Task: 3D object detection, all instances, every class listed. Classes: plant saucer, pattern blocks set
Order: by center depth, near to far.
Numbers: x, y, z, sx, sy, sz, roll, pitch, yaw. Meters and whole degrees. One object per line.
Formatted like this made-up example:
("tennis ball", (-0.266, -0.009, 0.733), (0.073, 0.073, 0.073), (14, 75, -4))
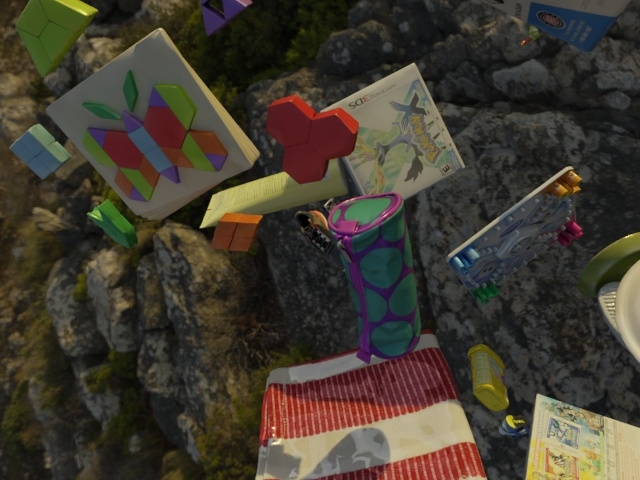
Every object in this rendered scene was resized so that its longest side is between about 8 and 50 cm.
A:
("pattern blocks set", (-0.158, -0.096, 0.419), (0.285, 0.026, 0.325), (44, 128, -18))
("plant saucer", (0.813, 0.079, 1.174), (0.241, 0.241, 0.037), (-57, 33, 29))

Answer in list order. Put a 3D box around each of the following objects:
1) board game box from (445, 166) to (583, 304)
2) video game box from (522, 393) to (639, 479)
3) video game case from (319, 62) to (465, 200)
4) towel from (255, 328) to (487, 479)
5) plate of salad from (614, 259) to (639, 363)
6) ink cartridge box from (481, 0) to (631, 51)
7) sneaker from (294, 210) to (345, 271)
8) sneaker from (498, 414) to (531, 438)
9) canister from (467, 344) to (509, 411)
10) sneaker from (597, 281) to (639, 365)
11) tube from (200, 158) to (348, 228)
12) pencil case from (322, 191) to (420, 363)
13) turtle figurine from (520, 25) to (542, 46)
("board game box", (0.581, 0.016, 1.274), (0.390, 0.390, 0.050), (-39, 53, 10))
("video game box", (0.427, 0.357, 0.691), (0.187, 0.205, 0.048), (16, 122, 24))
("video game case", (0.203, -0.279, 1.232), (0.300, 0.036, 0.328), (-28, 96, -2))
("towel", (0.040, 0.232, 0.449), (0.237, 0.329, 0.037), (-17, 119, 10))
("plate of salad", (0.419, 0.081, 0.446), (0.200, 0.048, 0.199), (-18, 46, 20))
("ink cartridge box", (0.185, -0.398, 0.473), (0.395, 0.285, 0.166), (35, 108, 14))
("sneaker", (0.000, 0.000, 0.809), (0.158, 0.065, 0.061), (46, 111, 35))
("sneaker", (0.604, 0.576, 1.353), (0.059, 0.144, 0.053), (-59, 30, 21))
("canister", (0.524, 0.428, 1.372), (0.126, 0.170, 0.073), (43, 122, -13))
("sneaker", (0.837, 0.278, 1.115), (0.135, 0.150, 0.365), (-28, 63, -1))
("tube", (-0.076, -0.075, 0.705), (0.240, 0.070, 0.062), (-13, 88, 13))
("pencil case", (0.048, 0.034, 0.383), (0.065, 0.070, 0.151), (20, 136, 45))
("turtle figurine", (0.576, -0.622, 1.059), (0.087, 0.217, 0.269), (31, 94, -5))
